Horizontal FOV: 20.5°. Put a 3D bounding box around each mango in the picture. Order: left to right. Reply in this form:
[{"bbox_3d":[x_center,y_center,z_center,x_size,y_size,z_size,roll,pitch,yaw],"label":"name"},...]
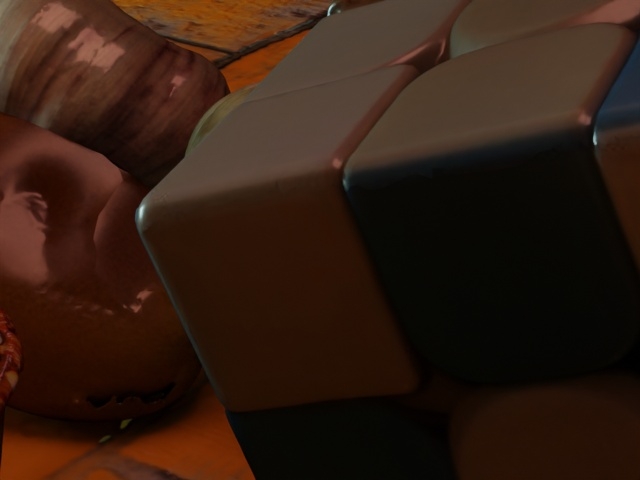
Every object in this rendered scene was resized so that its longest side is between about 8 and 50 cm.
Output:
[{"bbox_3d":[-0.184,0.036,1.197,0.236,0.136,0.166,23,65,20],"label":"mango"}]

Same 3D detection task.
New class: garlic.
[{"bbox_3d":[-0.209,-0.061,1.346,0.245,0.245,0.253,26,71,38],"label":"garlic"}]

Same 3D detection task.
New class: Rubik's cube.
[{"bbox_3d":[0.177,0.023,0.883,0.347,0.347,0.344,-11,24,31],"label":"Rubik's cube"}]

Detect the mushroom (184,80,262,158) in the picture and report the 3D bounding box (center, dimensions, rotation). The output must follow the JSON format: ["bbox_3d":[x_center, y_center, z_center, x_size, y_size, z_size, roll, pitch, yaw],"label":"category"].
[{"bbox_3d":[0.000,0.000,1.214,0.184,0.255,0.255,-33,28,7],"label":"mushroom"}]

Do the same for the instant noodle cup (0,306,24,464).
[{"bbox_3d":[-0.274,0.142,0.912,0.250,0.192,0.250,2,27,-1],"label":"instant noodle cup"}]
